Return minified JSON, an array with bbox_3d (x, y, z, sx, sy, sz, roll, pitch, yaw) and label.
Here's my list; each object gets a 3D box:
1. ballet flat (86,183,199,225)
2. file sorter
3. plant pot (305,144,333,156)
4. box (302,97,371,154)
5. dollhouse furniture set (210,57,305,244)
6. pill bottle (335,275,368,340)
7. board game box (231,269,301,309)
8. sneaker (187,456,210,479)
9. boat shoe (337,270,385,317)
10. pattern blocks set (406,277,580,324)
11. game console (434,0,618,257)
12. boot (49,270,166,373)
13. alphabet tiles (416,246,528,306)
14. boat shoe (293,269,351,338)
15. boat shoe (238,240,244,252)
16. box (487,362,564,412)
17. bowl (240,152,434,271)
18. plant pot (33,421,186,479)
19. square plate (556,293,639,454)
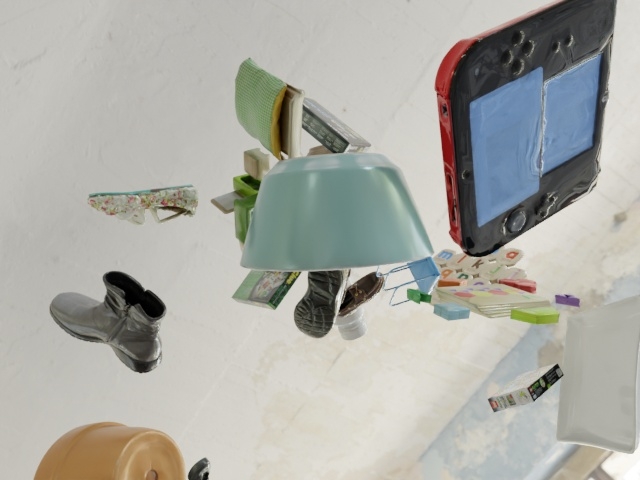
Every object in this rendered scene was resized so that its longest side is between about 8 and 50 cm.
[{"bbox_3d":[-0.354,-0.071,1.050,0.240,0.091,0.077,-12,-85,-43],"label":"ballet flat"},{"bbox_3d":[0.179,0.047,1.159,0.104,0.171,0.118,-15,-29,-13],"label":"file sorter"},{"bbox_3d":[0.035,-0.248,1.586,0.237,0.237,0.110,-16,-81,-20],"label":"plant pot"},{"bbox_3d":[0.015,-0.300,1.338,0.051,0.220,0.175,-54,-14,21],"label":"box"},{"bbox_3d":[-0.147,-0.179,1.019,0.151,0.197,0.302,-27,-42,-33],"label":"dollhouse furniture set"},{"bbox_3d":[0.081,0.225,1.764,0.131,0.131,0.230,-27,-73,-12],"label":"pill bottle"},{"bbox_3d":[-0.130,0.099,1.234,0.030,0.259,0.136,39,-108,-20],"label":"board game box"},{"bbox_3d":[-0.242,0.535,1.052,0.051,0.089,0.170,-14,-46,-50],"label":"sneaker"},{"bbox_3d":[0.116,0.173,1.611,0.207,0.073,0.073,-47,-38,18],"label":"boat shoe"},{"bbox_3d":[0.331,0.113,0.968,0.324,0.285,0.026,1,-82,-12],"label":"pattern blocks set"},{"bbox_3d":[0.349,-0.179,0.837,0.341,0.060,0.387,-25,-52,-12],"label":"game console"},{"bbox_3d":[-0.508,0.154,1.220,0.118,0.337,0.223,-52,-18,-52],"label":"boot"},{"bbox_3d":[0.392,0.094,1.344,0.277,0.284,0.021,-37,-61,-22],"label":"alphabet tiles"},{"bbox_3d":[0.018,0.145,1.394,0.120,0.122,0.324,-51,-13,-45],"label":"boat shoe"},{"bbox_3d":[-0.137,-0.095,1.411,0.303,0.109,0.098,-62,-18,-22],"label":"boat shoe"},{"bbox_3d":[0.520,0.370,1.278,0.206,0.036,0.114,-9,-20,-47],"label":"box"},{"bbox_3d":[0.021,-0.050,0.813,0.311,0.311,0.163,-6,-85,-26],"label":"bowl"},{"bbox_3d":[-0.437,0.536,1.111,0.203,0.291,0.291,-21,-45,24],"label":"plant pot"},{"bbox_3d":[0.689,0.330,1.239,0.049,0.347,0.345,14,-107,3],"label":"square plate"}]
